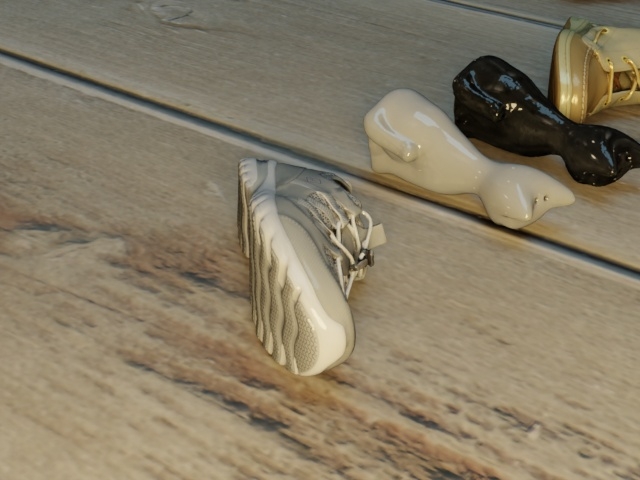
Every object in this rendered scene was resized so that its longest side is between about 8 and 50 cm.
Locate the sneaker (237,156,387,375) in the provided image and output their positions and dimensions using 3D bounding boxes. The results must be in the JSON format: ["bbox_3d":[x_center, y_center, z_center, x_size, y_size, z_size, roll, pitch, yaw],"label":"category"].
[{"bbox_3d":[0.000,0.000,0.794,0.115,0.105,0.281,-3,29,-8],"label":"sneaker"}]

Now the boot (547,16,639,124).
[{"bbox_3d":[0.363,-0.181,1.147,0.204,0.095,0.262,11,27,15],"label":"boot"}]

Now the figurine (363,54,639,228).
[{"bbox_3d":[0.181,-0.088,0.986,0.215,0.092,0.209,-25,43,-37],"label":"figurine"}]
